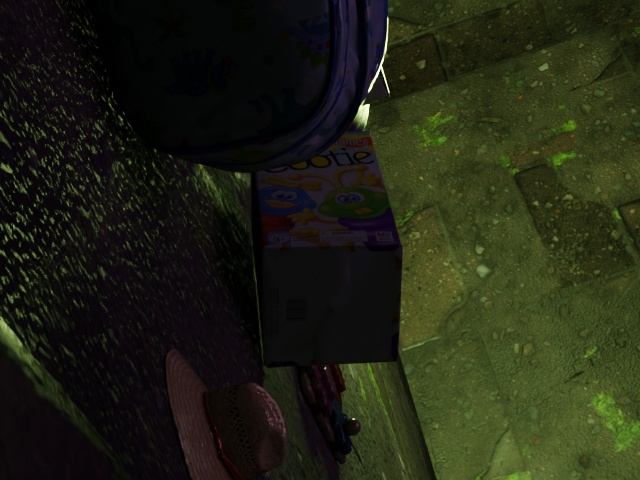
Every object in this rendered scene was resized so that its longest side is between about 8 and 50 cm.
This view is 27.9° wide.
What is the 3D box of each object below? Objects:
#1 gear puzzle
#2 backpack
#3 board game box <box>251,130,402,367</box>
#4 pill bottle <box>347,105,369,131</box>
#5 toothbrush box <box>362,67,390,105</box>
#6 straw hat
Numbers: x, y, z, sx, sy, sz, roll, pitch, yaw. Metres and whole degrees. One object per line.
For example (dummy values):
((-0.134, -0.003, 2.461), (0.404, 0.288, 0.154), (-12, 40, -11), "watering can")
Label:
((-0.003, 0.121, 1.686), (0.339, 0.044, 0.175), (-104, 173, -49), "gear puzzle")
((-0.077, -0.234, 1.066), (0.273, 0.290, 0.355), (-85, 164, -57), "backpack")
((0.000, 0.000, 1.400), (0.275, 0.142, 0.144), (-101, -170, -60), "board game box")
((-0.017, -0.220, 2.033), (0.323, 0.181, 0.181), (5, 66, -84), "pill bottle")
((-0.055, -0.306, 1.735), (0.126, 0.216, 0.295), (45, 27, -80), "toothbrush box")
((-0.057, 0.137, 0.922), (0.144, 0.061, 0.144), (-19, 90, -86), "straw hat")
